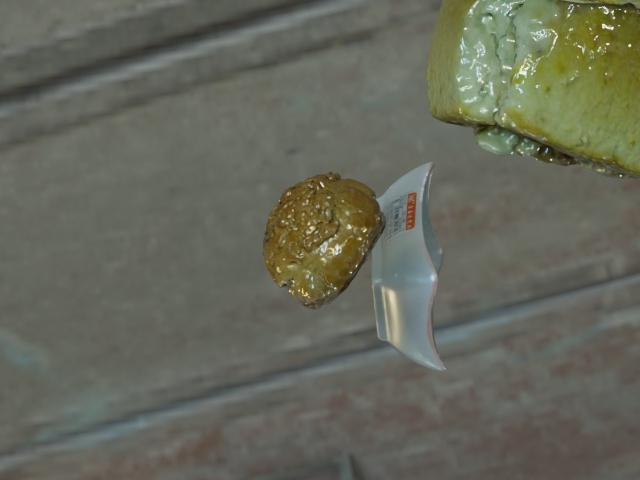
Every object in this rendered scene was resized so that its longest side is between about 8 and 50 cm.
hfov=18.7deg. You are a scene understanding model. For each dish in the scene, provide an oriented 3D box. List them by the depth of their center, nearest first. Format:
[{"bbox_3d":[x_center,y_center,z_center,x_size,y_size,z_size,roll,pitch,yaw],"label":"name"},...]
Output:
[{"bbox_3d":[0.097,0.030,2.167,0.077,0.212,0.151,-4,130,6],"label":"dish"}]

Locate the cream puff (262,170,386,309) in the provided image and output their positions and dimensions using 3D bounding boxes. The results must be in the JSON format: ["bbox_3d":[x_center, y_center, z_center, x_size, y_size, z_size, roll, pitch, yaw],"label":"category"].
[{"bbox_3d":[-0.001,-0.004,1.854,0.126,0.103,0.144,-56,175,15],"label":"cream puff"}]

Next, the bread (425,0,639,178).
[{"bbox_3d":[0.169,-0.114,1.330,0.186,0.124,0.257,19,-167,36],"label":"bread"}]
